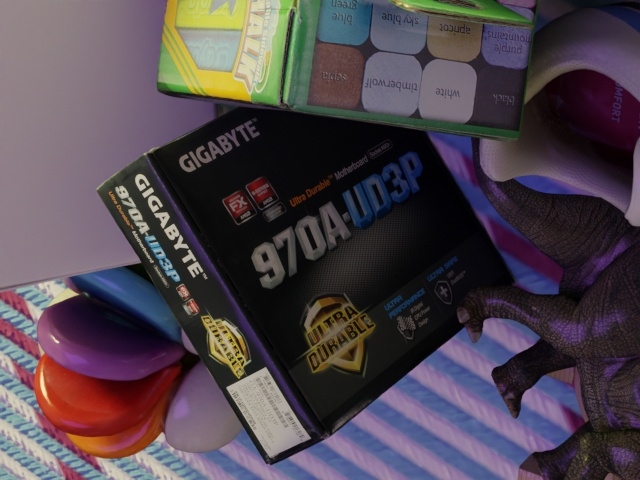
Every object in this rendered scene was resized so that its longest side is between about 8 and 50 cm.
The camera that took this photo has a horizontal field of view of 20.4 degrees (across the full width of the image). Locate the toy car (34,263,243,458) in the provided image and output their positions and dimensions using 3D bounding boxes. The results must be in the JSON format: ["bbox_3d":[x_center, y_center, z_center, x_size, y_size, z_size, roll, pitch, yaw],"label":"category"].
[{"bbox_3d":[-0.130,0.063,1.168,0.159,0.136,0.182,26,124,23],"label":"toy car"}]

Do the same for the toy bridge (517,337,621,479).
[{"bbox_3d":[0.152,0.150,1.084,0.063,0.026,0.188,17,120,27],"label":"toy bridge"}]

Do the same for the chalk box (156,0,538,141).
[{"bbox_3d":[0.023,-0.123,0.865,0.213,0.132,0.132,14,98,62],"label":"chalk box"}]

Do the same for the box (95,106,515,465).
[{"bbox_3d":[0.000,0.000,0.995,0.051,0.220,0.175,-31,91,40],"label":"box"}]

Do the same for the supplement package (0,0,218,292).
[{"bbox_3d":[-0.170,-0.141,1.036,0.177,0.175,0.293,-137,39,-61],"label":"supplement package"}]

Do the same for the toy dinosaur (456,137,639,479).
[{"bbox_3d":[0.176,0.065,0.984,0.160,0.121,0.313,-25,84,6],"label":"toy dinosaur"}]

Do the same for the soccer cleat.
[{"bbox_3d":[0.232,-0.031,0.863,0.331,0.143,0.116,15,126,30],"label":"soccer cleat"}]
